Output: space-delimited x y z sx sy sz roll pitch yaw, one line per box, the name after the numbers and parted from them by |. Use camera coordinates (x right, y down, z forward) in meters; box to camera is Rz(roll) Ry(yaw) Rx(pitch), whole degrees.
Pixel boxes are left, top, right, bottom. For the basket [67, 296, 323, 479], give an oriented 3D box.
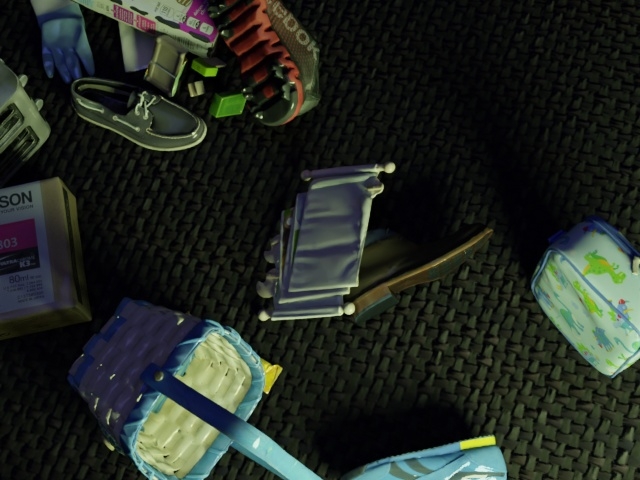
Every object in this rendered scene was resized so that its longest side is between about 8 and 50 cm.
-0.140 0.211 1.301 0.289 0.255 0.201 22 71 29 | basket

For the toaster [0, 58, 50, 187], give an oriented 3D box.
-0.478 -0.160 1.480 0.110 0.168 0.186 37 76 13 | toaster

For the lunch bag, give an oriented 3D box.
0.349 0.069 1.335 0.090 0.219 0.176 -38 73 -11 | lunch bag

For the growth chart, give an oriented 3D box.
0.000 0.000 1.446 0.172 0.021 0.237 3 70 35 | growth chart

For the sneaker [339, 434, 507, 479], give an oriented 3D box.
0.131 0.304 1.346 0.209 0.069 0.082 -11 75 -1 | sneaker

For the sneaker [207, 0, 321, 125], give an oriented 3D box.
-0.075 -0.294 1.522 0.097 0.135 0.276 -26 82 34 | sneaker

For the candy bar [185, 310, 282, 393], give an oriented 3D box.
-0.128 0.147 1.438 0.161 0.018 0.040 30 72 12 | candy bar

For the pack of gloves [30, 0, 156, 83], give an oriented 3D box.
-0.339 -0.352 1.603 0.195 0.046 0.232 -17 71 -4 | pack of gloves

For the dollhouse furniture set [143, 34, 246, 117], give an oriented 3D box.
-0.179 -0.236 1.552 0.151 0.076 0.058 36 32 24 | dollhouse furniture set

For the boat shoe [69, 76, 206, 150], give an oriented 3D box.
-0.265 -0.185 1.532 0.206 0.065 0.075 17 73 8 | boat shoe

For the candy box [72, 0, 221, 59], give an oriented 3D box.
-0.237 -0.387 1.570 0.233 0.071 0.159 22 73 -4 | candy box

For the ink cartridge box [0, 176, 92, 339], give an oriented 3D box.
-0.445 0.035 1.455 0.234 0.088 0.193 -13 72 -1 | ink cartridge box

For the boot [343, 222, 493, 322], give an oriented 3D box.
0.117 0.010 1.437 0.219 0.082 0.106 -30 72 -1 | boot
